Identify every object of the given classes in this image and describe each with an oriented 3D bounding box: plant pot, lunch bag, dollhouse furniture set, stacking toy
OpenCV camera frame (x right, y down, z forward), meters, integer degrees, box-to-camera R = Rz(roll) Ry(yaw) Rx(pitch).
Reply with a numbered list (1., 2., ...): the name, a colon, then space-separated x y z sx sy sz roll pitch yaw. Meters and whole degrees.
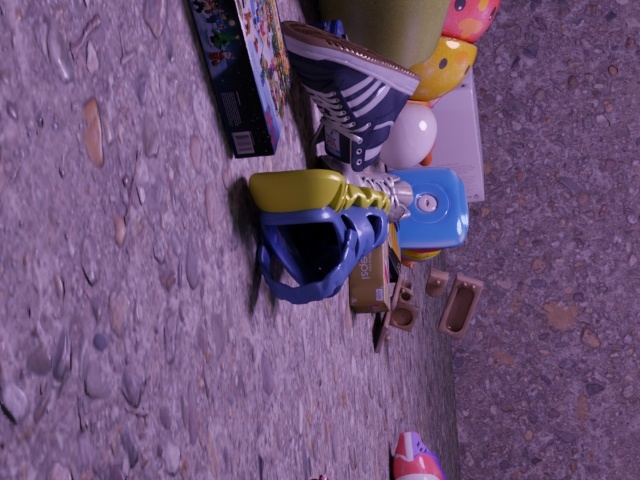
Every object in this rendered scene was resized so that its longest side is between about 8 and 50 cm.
1. plant pot: 0.091 -0.385 1.505 0.254 0.275 0.276 90 2 -56
2. lunch bag: 0.010 -0.256 1.442 0.098 0.065 0.067 75 15 -44
3. dollhouse furniture set: 0.195 0.135 1.876 0.123 0.151 0.144 -66 174 -66
4. stacking toy: 0.202 -0.013 2.186 0.302 0.165 0.175 96 -9 -66
5. stacking toy: 0.170 -0.359 1.783 0.350 0.350 0.480 -34 131 -77

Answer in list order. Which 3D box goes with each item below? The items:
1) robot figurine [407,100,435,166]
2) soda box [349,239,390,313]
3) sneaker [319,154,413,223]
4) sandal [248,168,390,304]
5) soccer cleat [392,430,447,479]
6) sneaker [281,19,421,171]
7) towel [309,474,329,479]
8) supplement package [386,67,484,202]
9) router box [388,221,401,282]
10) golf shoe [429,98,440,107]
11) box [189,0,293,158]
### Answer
1. robot figurine: 0.150 -0.220 1.986 0.219 0.128 0.158 60 31 -67
2. soda box: 0.078 0.022 1.687 0.061 0.058 0.181 55 33 -68
3. sneaker: 0.070 -0.072 1.527 0.262 0.121 0.099 23 62 -77
4. sandal: 0.000 0.000 1.180 0.317 0.126 0.138 5 84 -70
5. soccer cleat: 0.202 0.459 2.030 0.318 0.108 0.117 58 26 -62
6. sneaker: 0.017 -0.180 1.358 0.282 0.099 0.153 8 114 -55
7. towel: 0.014 0.438 1.266 0.199 0.031 0.275 -81 161 -44
8. supplement package: 0.239 -0.235 2.244 0.198 0.199 0.263 -78 160 -56
9. router box: 0.114 -0.010 1.914 0.179 0.046 0.133 57 30 -67
10. golf shoe: 0.156 -0.386 2.091 0.140 0.115 0.306 21 27 -33
11. box: -0.079 -0.221 1.029 0.159 0.044 0.233 -81 163 -49
